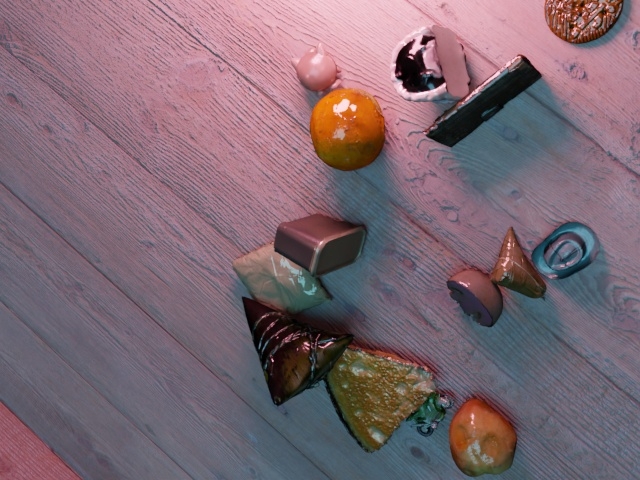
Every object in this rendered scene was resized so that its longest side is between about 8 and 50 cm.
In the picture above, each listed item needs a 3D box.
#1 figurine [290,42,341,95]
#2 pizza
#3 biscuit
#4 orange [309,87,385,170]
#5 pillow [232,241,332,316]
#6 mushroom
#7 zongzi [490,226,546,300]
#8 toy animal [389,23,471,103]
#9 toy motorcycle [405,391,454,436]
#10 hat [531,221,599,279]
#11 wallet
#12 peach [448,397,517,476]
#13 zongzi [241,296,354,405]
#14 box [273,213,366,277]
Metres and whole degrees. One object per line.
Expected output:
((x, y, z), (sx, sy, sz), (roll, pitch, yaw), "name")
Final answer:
((-0.010, -0.506, 1.816), (0.125, 0.125, 0.138), (-24, 111, 27), "figurine")
((0.143, 0.485, 2.075), (0.392, 0.080, 0.435), (38, 118, 9), "pizza")
((0.669, -0.600, 1.553), (0.188, 0.027, 0.187), (7, 108, 21), "biscuit")
((0.080, -0.320, 1.767), (0.240, 0.240, 0.240), (7, 109, 20), "orange")
((-0.142, 0.141, 2.089), (0.281, 0.076, 0.274), (-25, 98, 27), "pillow")
((0.475, 0.164, 1.826), (0.117, 0.141, 0.188), (-36, 93, -7), "mushroom")
((0.607, 0.071, 1.780), (0.189, 0.081, 0.178), (21, 80, -7), "zongzi")
((0.298, -0.462, 1.659), (0.156, 0.204, 0.208), (-14, 87, 46), "toy animal")
((0.361, 0.564, 2.022), (0.106, 0.074, 0.190), (37, 118, 18), "toy motorcycle")
((0.686, 0.037, 1.717), (0.138, 0.078, 0.191), (46, 117, 3), "hat")
((0.437, -0.367, 1.645), (0.317, 0.169, 0.044), (-38, 67, 27), "wallet")
((0.506, 0.615, 1.917), (0.214, 0.214, 0.235), (-13, 83, 25), "peach")
((-0.131, 0.331, 2.022), (0.362, 0.319, 0.383), (55, 161, -8), "zongzi")
((0.000, 0.000, 1.896), (0.178, 0.274, 0.138), (26, 114, 28), "box")
